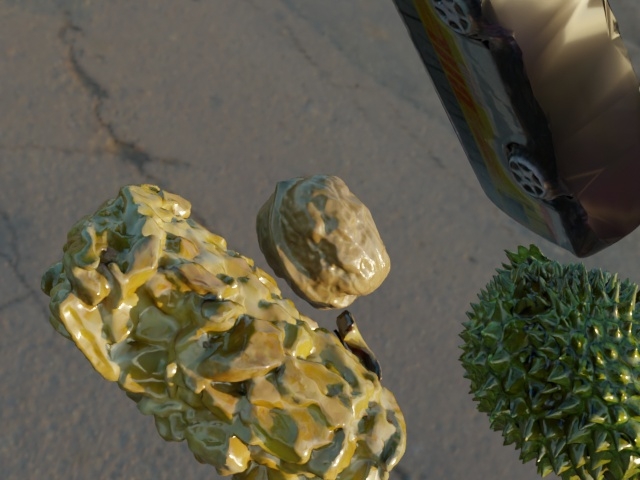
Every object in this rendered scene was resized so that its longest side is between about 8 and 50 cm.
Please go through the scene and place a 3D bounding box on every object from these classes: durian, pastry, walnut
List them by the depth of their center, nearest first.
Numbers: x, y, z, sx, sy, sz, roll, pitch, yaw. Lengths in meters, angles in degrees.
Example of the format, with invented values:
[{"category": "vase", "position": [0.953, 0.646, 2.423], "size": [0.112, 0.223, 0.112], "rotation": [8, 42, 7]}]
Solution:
[{"category": "pastry", "position": [-0.049, 0.071, 0.759], "size": [0.250, 0.102, 0.154], "rotation": [39, 11, -10]}, {"category": "walnut", "position": [0.000, 0.000, 0.844], "size": [0.096, 0.079, 0.082], "rotation": [55, 46, -9]}, {"category": "durian", "position": [0.227, 0.111, 1.091], "size": [0.237, 0.200, 0.176], "rotation": [29, 39, 25]}]

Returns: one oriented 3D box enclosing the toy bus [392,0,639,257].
[{"category": "toy bus", "position": [0.067, -0.073, 0.453], "size": [0.057, 0.172, 0.072], "rotation": [-42, 38, -13]}]
